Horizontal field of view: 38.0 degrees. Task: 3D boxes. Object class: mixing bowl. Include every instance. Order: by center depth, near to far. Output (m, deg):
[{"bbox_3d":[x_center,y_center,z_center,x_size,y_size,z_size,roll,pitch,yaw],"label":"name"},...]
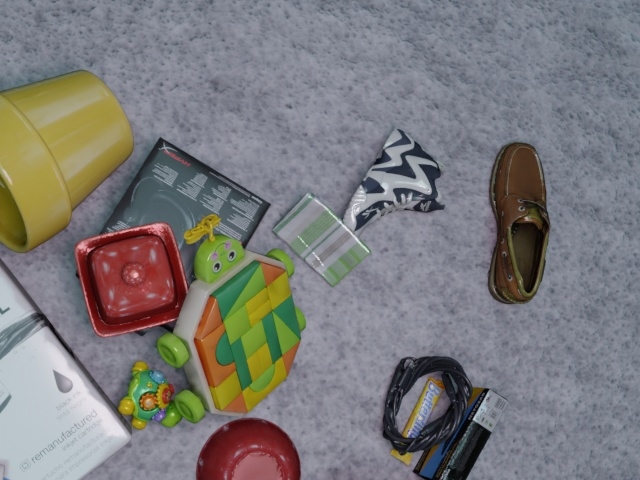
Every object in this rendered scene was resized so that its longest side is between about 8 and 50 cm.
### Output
[{"bbox_3d":[-0.111,0.388,1.535,0.181,0.098,0.182,2,83,-12],"label":"mixing bowl"}]

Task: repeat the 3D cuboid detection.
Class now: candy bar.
[{"bbox_3d":[0.175,0.317,1.651,0.040,0.018,0.161,30,78,-8],"label":"candy bar"}]

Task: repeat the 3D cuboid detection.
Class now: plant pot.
[{"bbox_3d":[-0.437,-0.145,1.470,0.239,0.254,0.254,-36,92,-31],"label":"plant pot"}]

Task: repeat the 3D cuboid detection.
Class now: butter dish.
[{"bbox_3d":[-0.284,0.055,1.414,0.159,0.118,0.160,-14,86,-13],"label":"butter dish"}]

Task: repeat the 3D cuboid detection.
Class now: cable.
[{"bbox_3d":[0.181,0.287,1.602,0.150,0.047,0.185,8,63,30],"label":"cable"}]

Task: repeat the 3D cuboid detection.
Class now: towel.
[{"bbox_3d":[0.000,0.000,1.614,0.152,0.113,0.023,44,34,-3],"label":"towel"}]

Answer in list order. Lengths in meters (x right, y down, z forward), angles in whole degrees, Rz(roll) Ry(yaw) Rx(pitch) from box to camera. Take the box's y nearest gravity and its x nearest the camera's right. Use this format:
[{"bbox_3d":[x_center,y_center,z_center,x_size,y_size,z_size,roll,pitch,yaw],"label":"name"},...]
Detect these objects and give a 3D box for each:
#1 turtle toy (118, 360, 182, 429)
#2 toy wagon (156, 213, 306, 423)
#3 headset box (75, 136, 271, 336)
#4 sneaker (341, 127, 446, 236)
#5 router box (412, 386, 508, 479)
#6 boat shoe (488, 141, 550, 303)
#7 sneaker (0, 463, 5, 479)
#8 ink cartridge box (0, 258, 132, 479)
[{"bbox_3d":[-0.270,0.260,1.517,0.066,0.130,0.095,-2,51,20],"label":"turtle toy"},{"bbox_3d":[-0.138,0.120,1.474,0.267,0.068,0.344,-39,134,-35],"label":"toy wagon"},{"bbox_3d":[-0.252,0.014,1.546,0.218,0.110,0.293,30,77,-7],"label":"headset box"},{"bbox_3d":[0.140,-0.069,1.655,0.153,0.094,0.235,30,67,1],"label":"sneaker"},{"bbox_3d":[0.239,0.339,1.603,0.046,0.133,0.179,34,76,-7],"label":"router box"},{"bbox_3d":[0.377,-0.037,1.700,0.110,0.104,0.307,4,82,-12],"label":"boat shoe"},{"bbox_3d":[-0.493,0.374,1.304,0.070,0.051,0.134,20,85,-15],"label":"sneaker"},{"bbox_3d":[-0.520,0.232,1.425,0.285,0.166,0.395,-38,93,-14],"label":"ink cartridge box"}]
